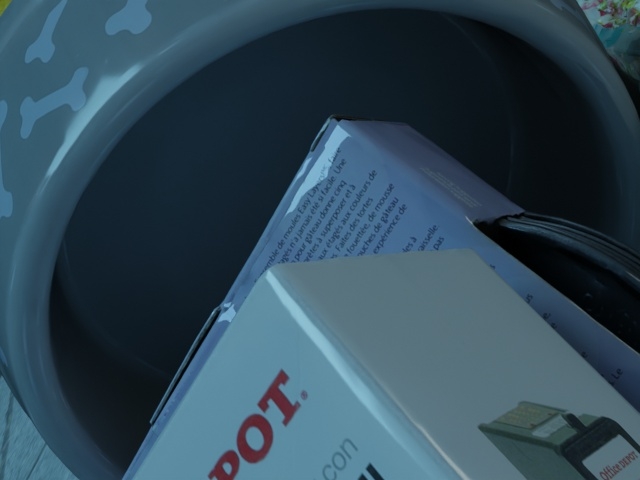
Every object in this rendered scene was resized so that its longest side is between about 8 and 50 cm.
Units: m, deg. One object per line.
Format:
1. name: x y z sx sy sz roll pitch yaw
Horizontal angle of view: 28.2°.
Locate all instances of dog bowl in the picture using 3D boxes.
1. dog bowl: 0.000 0.000 0.612 0.348 0.349 0.102 -59 33 19

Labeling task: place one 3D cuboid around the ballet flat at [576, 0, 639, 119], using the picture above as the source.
1. ballet flat: 0.182 -0.090 0.639 0.077 0.091 0.241 -36 22 -7

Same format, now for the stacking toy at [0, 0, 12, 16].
1. stacking toy: -0.143 -0.074 0.841 0.350 0.480 0.350 -54 21 32

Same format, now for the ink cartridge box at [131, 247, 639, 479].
1. ink cartridge box: 0.051 0.162 0.369 0.273 0.115 0.198 47 118 27

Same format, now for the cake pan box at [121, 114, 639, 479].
1. cake pan box: 0.046 0.117 0.498 0.266 0.246 0.070 -60 -21 19
